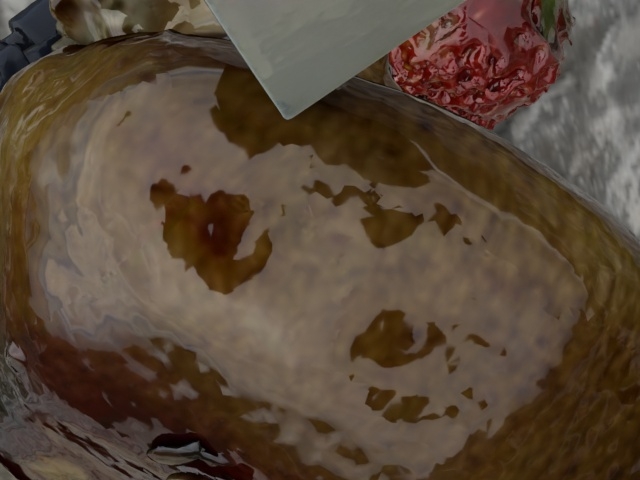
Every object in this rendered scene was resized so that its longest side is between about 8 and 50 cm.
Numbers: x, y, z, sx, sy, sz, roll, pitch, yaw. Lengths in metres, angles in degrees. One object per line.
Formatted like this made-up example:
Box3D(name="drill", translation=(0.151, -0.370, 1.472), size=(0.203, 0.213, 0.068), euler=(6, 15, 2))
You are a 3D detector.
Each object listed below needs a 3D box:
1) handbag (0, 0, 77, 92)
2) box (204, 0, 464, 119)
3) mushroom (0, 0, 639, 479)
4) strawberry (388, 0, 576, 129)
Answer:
Box3D(name="handbag", translation=(-0.114, -0.031, 1.258), size=(0.303, 0.329, 0.122), euler=(-39, 29, -30))
Box3D(name="box", translation=(0.011, -0.117, 0.517), size=(0.129, 0.130, 0.051), euler=(-35, 54, 1))
Box3D(name="mushroom", translation=(0.000, 0.000, 0.721), size=(0.345, 0.345, 0.259), euler=(17, 78, 15))
Box3D(name="strawberry", translation=(0.087, -0.160, 1.349), size=(0.201, 0.184, 0.186), euler=(-39, 69, 37))
